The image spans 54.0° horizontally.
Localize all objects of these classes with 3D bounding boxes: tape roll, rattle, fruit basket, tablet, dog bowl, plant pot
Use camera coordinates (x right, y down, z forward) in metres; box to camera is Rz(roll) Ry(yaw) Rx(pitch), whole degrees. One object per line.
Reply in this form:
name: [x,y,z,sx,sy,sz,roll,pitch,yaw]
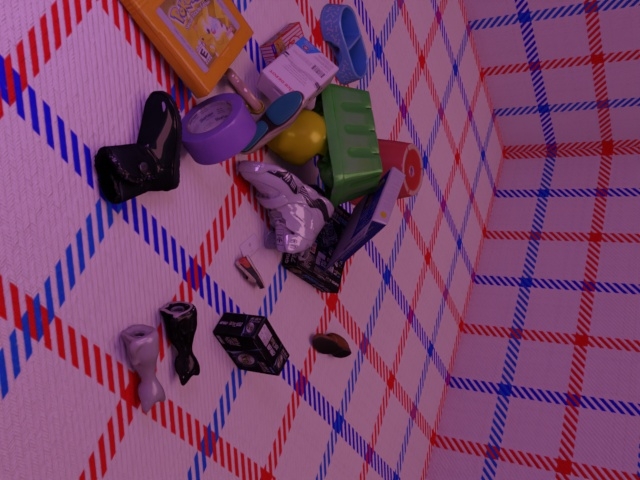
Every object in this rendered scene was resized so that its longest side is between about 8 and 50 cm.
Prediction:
tape roll: [-0.263,-0.283,1.589,0.080,0.188,0.189,59,44,-41]
rattle: [-0.260,-0.408,1.740,0.200,0.142,0.130,46,19,-31]
fruit basket: [-0.009,-0.304,1.980,0.283,0.391,0.392,104,0,-71]
tablet: [-0.210,0.020,1.868,0.083,0.006,0.054,-47,130,-48]
dog bowl: [0.094,-0.709,2.264,0.166,0.074,0.297,-57,138,-40]
plant pot: [0.240,-0.262,2.368,0.275,0.243,0.275,-7,98,-58]

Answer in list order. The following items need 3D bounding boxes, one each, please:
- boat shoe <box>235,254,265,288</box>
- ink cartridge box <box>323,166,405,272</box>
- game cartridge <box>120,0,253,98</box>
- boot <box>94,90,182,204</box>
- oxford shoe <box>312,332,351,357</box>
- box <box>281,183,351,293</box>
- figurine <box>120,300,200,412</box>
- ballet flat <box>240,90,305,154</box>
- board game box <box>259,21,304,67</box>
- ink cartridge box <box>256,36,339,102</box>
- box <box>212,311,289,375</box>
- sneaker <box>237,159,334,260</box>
boat shoe: [-0.204,0.099,1.849,0.043,0.049,0.137,-31,132,-5]
ink cartridge box: [0.147,-0.051,2.071,0.072,0.303,0.307,30,57,-10]
game cartridge: [-0.325,-0.566,1.558,0.324,0.052,0.285,53,48,-35]
boot: [-0.414,-0.215,1.431,0.207,0.094,0.247,-24,118,-60]
oxford shoe: [0.032,0.361,2.245,0.212,0.076,0.076,35,32,-52]
box: [0.000,0.000,2.149,0.295,0.073,0.294,36,60,-53]
figurine: [-0.379,0.287,1.534,0.215,0.092,0.210,-34,124,-52]
ballet flat: [-0.136,-0.330,1.785,0.086,0.248,0.086,51,13,-16]
board game box: [-0.104,-0.579,1.971,0.193,0.045,0.147,-55,136,-42]
ink cartridge box: [-0.069,-0.481,1.855,0.148,0.086,0.203,43,62,0]
box: [-0.194,0.292,1.774,0.078,0.147,0.180,-61,140,-37]
sneaker: [-0.121,-0.084,1.876,0.365,0.137,0.210,31,77,-40]
